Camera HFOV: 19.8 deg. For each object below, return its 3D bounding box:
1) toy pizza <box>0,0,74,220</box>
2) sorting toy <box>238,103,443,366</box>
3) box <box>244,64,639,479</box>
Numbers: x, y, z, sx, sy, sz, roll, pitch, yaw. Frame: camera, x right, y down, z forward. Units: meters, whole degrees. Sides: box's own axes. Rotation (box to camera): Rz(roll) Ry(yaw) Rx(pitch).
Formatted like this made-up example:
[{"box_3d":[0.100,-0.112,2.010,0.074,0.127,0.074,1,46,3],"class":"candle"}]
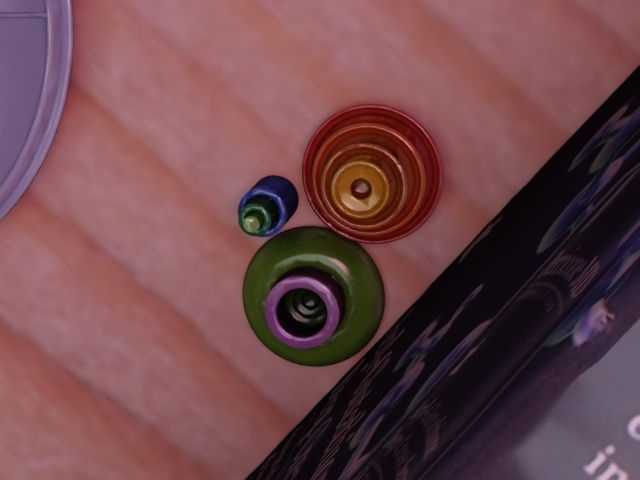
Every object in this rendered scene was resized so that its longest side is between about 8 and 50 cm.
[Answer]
[{"box_3d":[-0.180,-0.081,0.647,0.201,0.032,0.201,3,105,11],"class":"toy pizza"},{"box_3d":[0.000,0.000,0.626,0.061,0.042,0.102,26,107,4],"class":"sorting toy"},{"box_3d":[0.128,0.076,0.489,0.212,0.293,0.395,43,107,-2],"class":"box"}]
